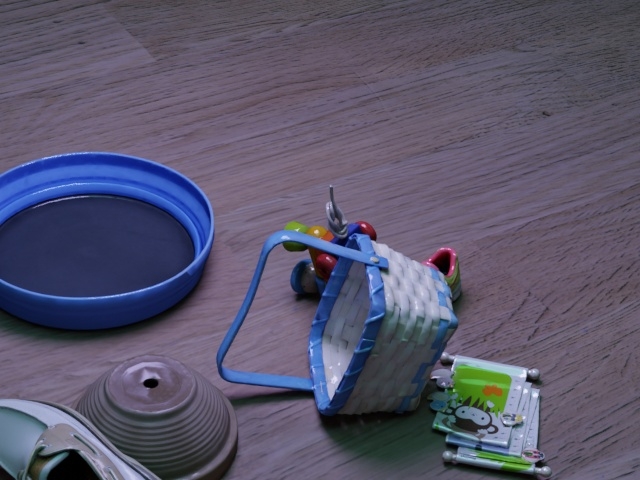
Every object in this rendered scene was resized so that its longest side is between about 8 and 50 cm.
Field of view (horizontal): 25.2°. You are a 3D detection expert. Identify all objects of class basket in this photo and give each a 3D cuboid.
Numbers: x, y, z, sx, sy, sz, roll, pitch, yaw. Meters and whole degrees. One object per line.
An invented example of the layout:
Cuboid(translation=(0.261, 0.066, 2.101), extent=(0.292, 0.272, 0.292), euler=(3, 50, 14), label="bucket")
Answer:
Cuboid(translation=(0.022, 0.119, 1.990), extent=(0.289, 0.254, 0.201), euler=(12, 34, -23), label="basket")

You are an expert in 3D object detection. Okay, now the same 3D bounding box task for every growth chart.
Cuboid(translation=(0.237, 0.244, 2.028), extent=(0.172, 0.021, 0.237), euler=(5, 36, 2), label="growth chart")

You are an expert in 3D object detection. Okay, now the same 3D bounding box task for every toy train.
Cuboid(translation=(0.000, 0.000, 2.133), extent=(0.143, 0.248, 0.105), euler=(17, 48, 40), label="toy train")

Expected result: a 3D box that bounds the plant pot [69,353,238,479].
Cuboid(translation=(-0.227, 0.232, 1.919), extent=(0.237, 0.109, 0.237), euler=(3, 38, -2), label="plant pot")

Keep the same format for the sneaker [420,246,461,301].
Cuboid(translation=(0.147, 0.077, 2.179), extent=(0.081, 0.094, 0.208), euler=(25, 42, 22), label="sneaker")

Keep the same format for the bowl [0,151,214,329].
Cuboid(translation=(-0.361, -0.002, 2.245), extent=(0.391, 0.077, 0.391), euler=(3, 37, -2), label="bowl")

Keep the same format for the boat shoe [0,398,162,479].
Cuboid(translation=(-0.326, 0.285, 1.811), extent=(0.302, 0.113, 0.103), euler=(23, 6, 23), label="boat shoe")
